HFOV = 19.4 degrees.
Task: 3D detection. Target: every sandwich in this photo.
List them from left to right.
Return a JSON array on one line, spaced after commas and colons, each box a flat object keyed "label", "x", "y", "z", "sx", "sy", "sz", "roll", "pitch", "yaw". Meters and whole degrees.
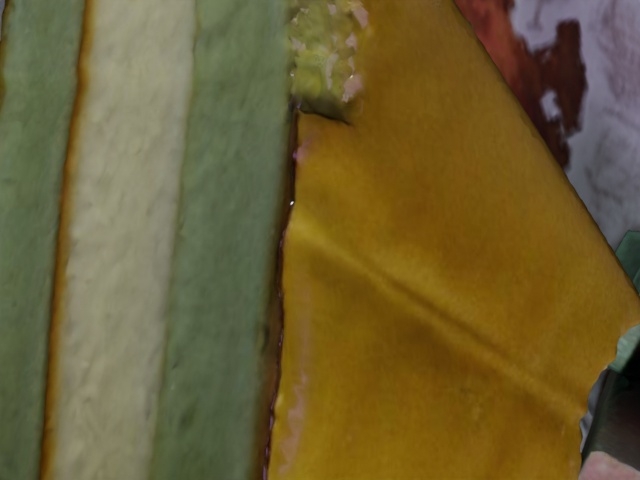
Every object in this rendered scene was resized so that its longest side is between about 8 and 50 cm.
[{"label": "sandwich", "x": 0.000, "y": 0.000, "z": 0.640, "sx": 0.198, "sy": 0.155, "sz": 0.227, "roll": 11, "pitch": 83, "yaw": -47}]

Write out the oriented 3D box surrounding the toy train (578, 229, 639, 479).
[{"label": "toy train", "x": 0.172, "y": 0.077, "z": 0.779, "sx": 0.221, "sy": 0.150, "sz": 0.304, "roll": -67, "pitch": 171, "yaw": 22}]
